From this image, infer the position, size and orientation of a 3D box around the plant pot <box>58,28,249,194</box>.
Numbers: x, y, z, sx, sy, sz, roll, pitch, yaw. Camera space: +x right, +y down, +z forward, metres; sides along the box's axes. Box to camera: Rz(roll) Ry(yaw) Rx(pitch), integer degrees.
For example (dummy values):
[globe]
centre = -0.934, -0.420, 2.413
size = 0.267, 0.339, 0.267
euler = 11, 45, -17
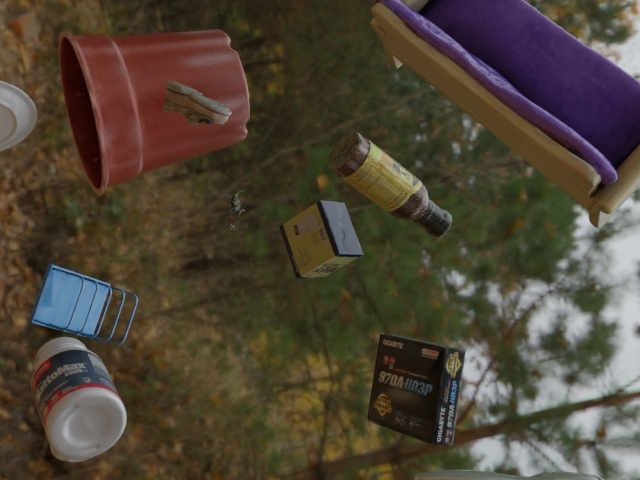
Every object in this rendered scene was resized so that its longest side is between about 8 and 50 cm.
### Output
[plant pot]
centre = -0.276, -0.237, 1.646
size = 0.272, 0.265, 0.272
euler = 166, -90, -70

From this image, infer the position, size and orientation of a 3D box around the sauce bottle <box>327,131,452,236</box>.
[sauce bottle]
centre = 0.171, -0.121, 2.283
size = 0.344, 0.111, 0.111
euler = 35, 23, -31

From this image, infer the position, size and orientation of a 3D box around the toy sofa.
[toy sofa]
centre = 0.236, -0.192, 1.117
size = 0.362, 0.150, 0.177
euler = 42, -1, 20

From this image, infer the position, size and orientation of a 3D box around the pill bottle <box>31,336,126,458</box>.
[pill bottle]
centre = -0.345, 0.212, 1.363
size = 0.180, 0.108, 0.107
euler = 42, -32, 55

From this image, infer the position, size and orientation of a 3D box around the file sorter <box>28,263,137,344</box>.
[file sorter]
centre = -0.460, 0.131, 1.915
size = 0.170, 0.105, 0.118
euler = 28, 77, -56

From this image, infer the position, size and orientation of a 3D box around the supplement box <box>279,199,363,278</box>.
[supplement box]
centre = 0.000, 0.000, 1.356
size = 0.056, 0.083, 0.083
euler = 3, 62, -51

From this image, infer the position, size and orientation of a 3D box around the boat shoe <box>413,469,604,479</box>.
[boat shoe]
centre = 0.300, 0.417, 1.556
size = 0.114, 0.303, 0.091
euler = 21, 71, -78

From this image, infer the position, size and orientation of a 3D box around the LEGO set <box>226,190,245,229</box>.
[LEGO set]
centre = -0.180, -0.064, 2.004
size = 0.083, 0.023, 0.054
euler = -65, 146, -23

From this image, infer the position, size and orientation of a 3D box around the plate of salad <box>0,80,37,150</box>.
[plate of salad]
centre = -0.528, -0.190, 1.457
size = 0.200, 0.200, 0.048
euler = 84, -8, -64

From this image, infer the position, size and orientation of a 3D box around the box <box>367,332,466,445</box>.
[box]
centre = 0.176, 0.273, 1.813
size = 0.220, 0.051, 0.175
euler = 5, -94, 61

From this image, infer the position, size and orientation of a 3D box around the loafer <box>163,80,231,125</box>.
[loafer]
centre = -0.144, -0.150, 1.123
size = 0.125, 0.045, 0.039
euler = 34, -74, 48

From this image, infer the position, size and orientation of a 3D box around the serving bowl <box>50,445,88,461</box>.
[serving bowl]
centre = -0.376, 0.326, 1.514
size = 0.083, 0.083, 0.027
euler = 84, -6, -64
